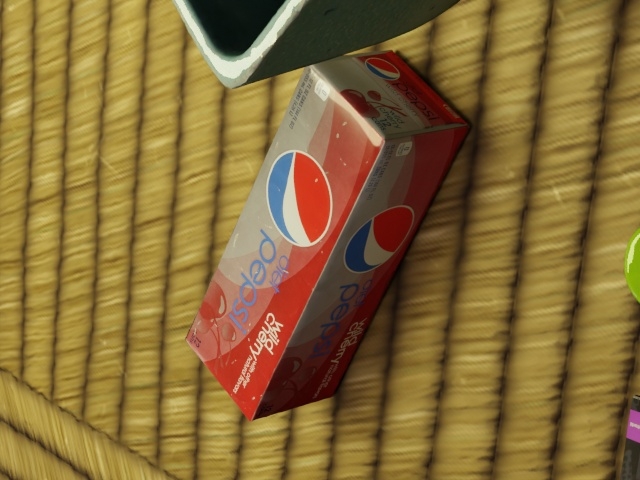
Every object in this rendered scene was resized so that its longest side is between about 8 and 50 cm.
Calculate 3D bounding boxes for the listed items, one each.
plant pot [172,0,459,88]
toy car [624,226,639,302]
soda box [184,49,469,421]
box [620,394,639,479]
[{"bbox_3d":[0.042,-0.264,0.978,0.248,0.252,0.247,-46,67,42],"label":"plant pot"},{"bbox_3d":[0.279,0.016,0.883,0.188,0.155,0.149,-26,80,34],"label":"toy car"},{"bbox_3d":[0.000,0.000,1.213,0.092,0.083,0.263,48,131,29],"label":"soda box"},{"bbox_3d":[0.209,0.180,1.018,0.116,0.029,0.162,-164,83,-69],"label":"box"}]
